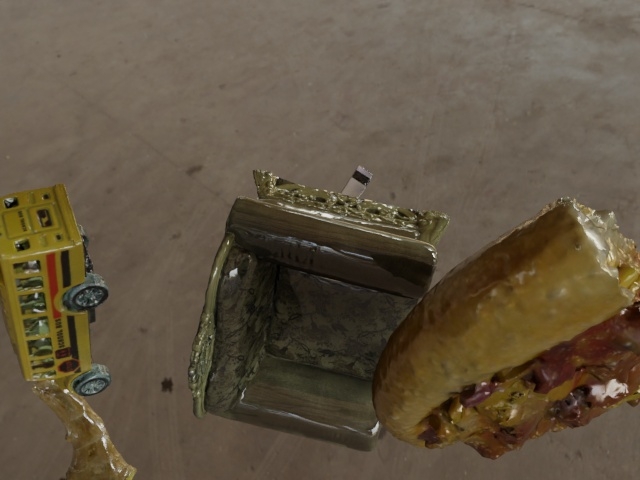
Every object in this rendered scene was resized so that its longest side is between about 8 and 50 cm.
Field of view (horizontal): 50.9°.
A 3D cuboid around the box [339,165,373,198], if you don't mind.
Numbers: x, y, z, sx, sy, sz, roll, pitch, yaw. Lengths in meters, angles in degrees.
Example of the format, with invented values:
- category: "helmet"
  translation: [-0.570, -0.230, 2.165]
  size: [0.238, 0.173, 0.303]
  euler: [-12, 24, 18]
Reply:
- category: "box"
  translation: [0.000, 0.000, 1.077]
  size: [0.033, 0.129, 0.247]
  euler: [33, 84, -1]

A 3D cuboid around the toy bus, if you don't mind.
- category: "toy bus"
  translation: [-0.356, 0.087, 0.892]
  size: [0.123, 0.335, 0.121]
  euler: [-13, 52, -27]

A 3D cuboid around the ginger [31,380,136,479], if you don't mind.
- category: "ginger"
  translation: [-0.450, 0.386, 1.259]
  size: [0.131, 0.086, 0.294]
  euler: [-30, 82, -20]

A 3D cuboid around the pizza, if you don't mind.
- category: "pizza"
  translation: [0.148, 0.074, 0.415]
  size: [0.229, 0.289, 0.081]
  euler: [-8, 59, -18]

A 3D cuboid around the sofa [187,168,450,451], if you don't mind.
- category: "sofa"
  translation: [-0.002, 0.083, 0.635]
  size: [0.200, 0.258, 0.182]
  euler: [13, 34, 1]
